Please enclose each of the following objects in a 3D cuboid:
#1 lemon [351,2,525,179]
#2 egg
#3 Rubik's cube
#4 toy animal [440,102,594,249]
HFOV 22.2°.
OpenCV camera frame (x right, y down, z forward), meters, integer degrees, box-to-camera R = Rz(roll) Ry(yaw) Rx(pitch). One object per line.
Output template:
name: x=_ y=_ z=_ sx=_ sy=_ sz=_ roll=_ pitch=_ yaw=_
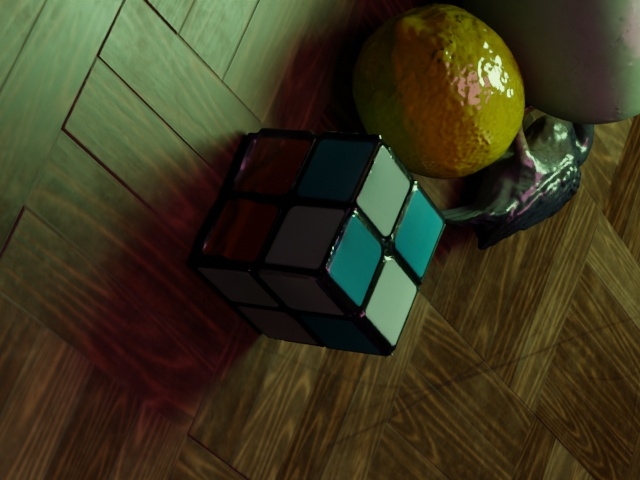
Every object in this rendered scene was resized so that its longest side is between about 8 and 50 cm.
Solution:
lemon: x=0.136 y=-0.169 z=1.880 sx=0.231 sy=0.192 sz=0.192 roll=49 pitch=56 yaw=-42
egg: x=0.309 y=-0.315 z=1.991 sx=0.276 sy=0.276 sz=0.389 roll=36 pitch=33 yaw=-49
Rubik's cube: x=0.001 y=0.000 z=1.730 sx=0.167 sy=0.180 sz=0.183 roll=47 pitch=56 yaw=-46
toy animal: x=0.261 y=-0.102 z=2.114 sx=0.298 sy=0.122 sz=0.185 roll=-58 pitch=136 yaw=-29
